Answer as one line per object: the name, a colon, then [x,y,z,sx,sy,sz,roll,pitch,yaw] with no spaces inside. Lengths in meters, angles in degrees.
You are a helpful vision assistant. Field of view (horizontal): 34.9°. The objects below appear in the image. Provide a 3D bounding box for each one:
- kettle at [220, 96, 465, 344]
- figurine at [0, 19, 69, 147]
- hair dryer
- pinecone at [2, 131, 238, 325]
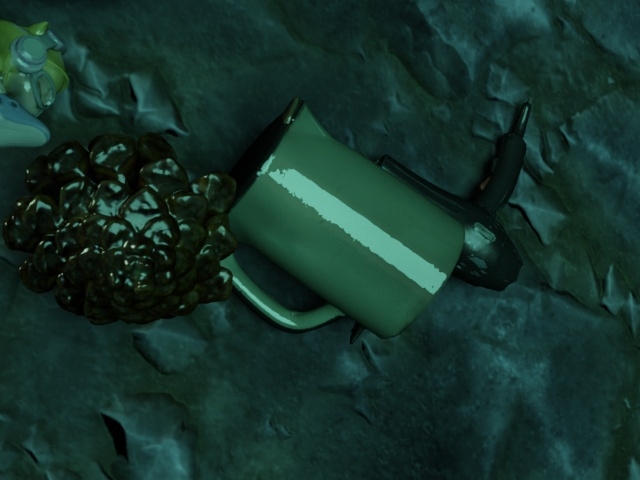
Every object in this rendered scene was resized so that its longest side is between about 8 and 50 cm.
kettle: [0.000,0.000,1.163,0.255,0.165,0.240,34,106,-14]
figurine: [-0.346,-0.174,1.012,0.208,0.128,0.184,50,47,-5]
hair dryer: [0.196,-0.090,1.320,0.235,0.091,0.272,38,62,-10]
pinecone: [-0.204,-0.013,1.041,0.229,0.201,0.202,11,90,-22]
